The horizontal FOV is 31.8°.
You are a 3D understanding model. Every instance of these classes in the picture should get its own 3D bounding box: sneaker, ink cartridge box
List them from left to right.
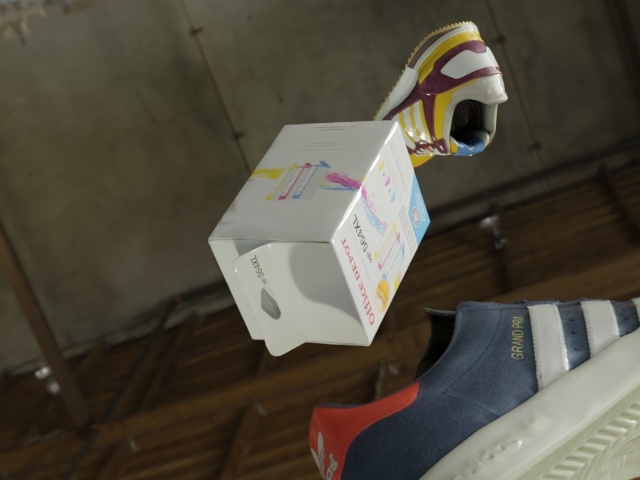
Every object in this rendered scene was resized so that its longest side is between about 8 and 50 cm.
[{"bbox_3d":[0.000,0.000,0.736,0.090,0.092,0.143,0,-139,28],"label":"ink cartridge box"},{"bbox_3d":[0.095,-0.091,0.914,0.069,0.084,0.185,-17,156,-19],"label":"sneaker"},{"bbox_3d":[0.146,0.075,0.676,0.350,0.131,0.148,-20,-143,-32],"label":"sneaker"}]
